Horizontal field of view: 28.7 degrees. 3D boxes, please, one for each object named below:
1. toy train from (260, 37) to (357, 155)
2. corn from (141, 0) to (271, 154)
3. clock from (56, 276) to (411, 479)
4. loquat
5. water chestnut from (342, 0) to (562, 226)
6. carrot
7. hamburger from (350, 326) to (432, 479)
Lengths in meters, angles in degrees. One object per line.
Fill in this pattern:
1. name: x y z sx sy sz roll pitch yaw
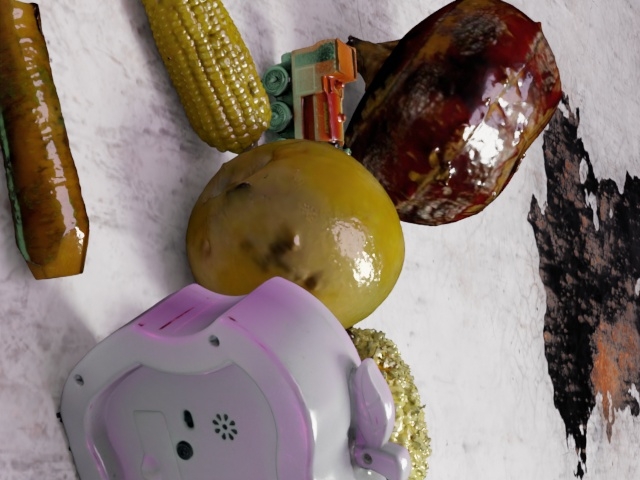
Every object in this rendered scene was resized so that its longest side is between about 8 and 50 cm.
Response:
1. toy train: -0.011 -0.157 1.554 0.074 0.118 0.175 14 70 -57
2. corn: -0.126 -0.203 1.377 0.097 0.097 0.261 -57 132 -50
3. clock: -0.078 0.202 1.144 0.102 0.339 0.338 -33 113 -53
4. loquat: -0.023 0.007 1.382 0.244 0.244 0.243 21 66 -58
5. water chestnut: 0.152 -0.186 1.736 0.302 0.350 0.350 38 34 5
6. carrot: -0.262 -0.093 1.138 0.070 0.070 0.260 -17 96 -61
7. hamburger: 0.051 0.218 1.494 0.262 0.139 0.243 148 -73 -80
